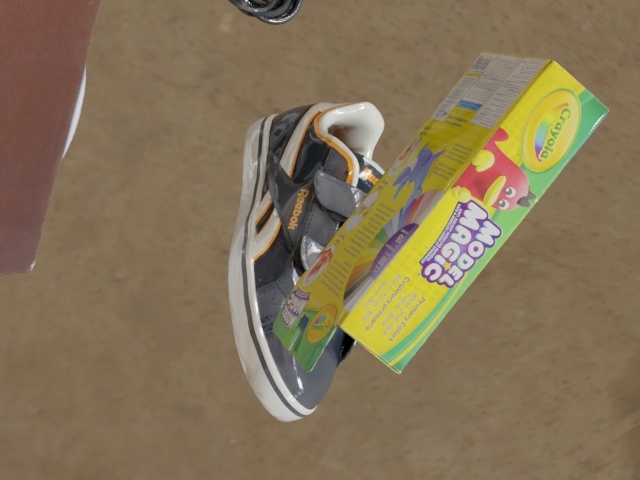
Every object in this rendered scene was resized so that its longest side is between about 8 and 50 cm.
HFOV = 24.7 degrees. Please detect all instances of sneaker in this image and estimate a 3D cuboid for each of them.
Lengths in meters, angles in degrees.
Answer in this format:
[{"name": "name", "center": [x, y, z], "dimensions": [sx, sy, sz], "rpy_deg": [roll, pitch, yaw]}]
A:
[{"name": "sneaker", "center": [0.000, 0.000, 1.276], "dimensions": [0.127, 0.126, 0.321], "rpy_deg": [-18, 51, 22]}]

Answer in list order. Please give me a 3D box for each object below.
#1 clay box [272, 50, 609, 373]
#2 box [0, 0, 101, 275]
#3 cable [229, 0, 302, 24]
[{"name": "clay box", "center": [0.064, -0.010, 0.869], "dimensions": [0.053, 0.127, 0.222], "rpy_deg": [38, 91, -15]}, {"name": "box", "center": [-0.271, -0.078, 0.645], "dimensions": [0.143, 0.381, 0.191], "rpy_deg": [23, 104, 26]}, {"name": "cable", "center": [-0.054, -0.277, 1.282], "dimensions": [0.047, 0.150, 0.184], "rpy_deg": [-7, 53, 20]}]
